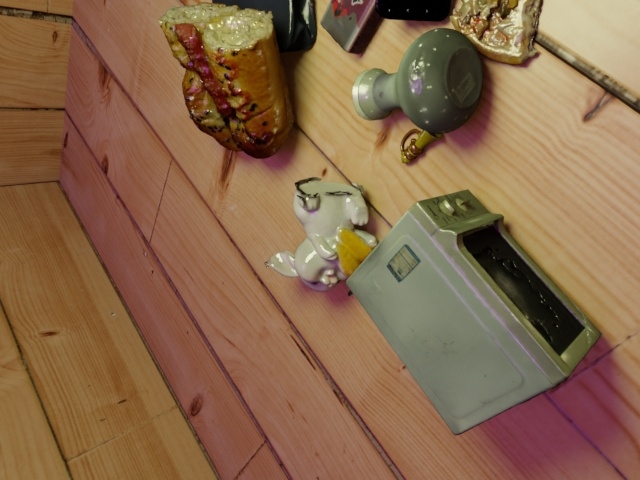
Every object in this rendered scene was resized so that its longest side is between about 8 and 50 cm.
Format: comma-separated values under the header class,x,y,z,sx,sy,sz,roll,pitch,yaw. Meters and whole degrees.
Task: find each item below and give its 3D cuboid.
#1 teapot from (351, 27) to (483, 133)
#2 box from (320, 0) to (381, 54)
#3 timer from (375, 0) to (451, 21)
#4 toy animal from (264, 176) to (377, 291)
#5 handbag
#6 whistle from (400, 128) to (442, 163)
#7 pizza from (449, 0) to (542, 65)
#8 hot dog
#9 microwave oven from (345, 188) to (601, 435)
class,x,y,z,sx,sy,sz,roll,pitch,yaw
teapot,0.179,-0.297,0.873,0.251,0.183,0.183,14,111,56
box,0.095,-0.528,0.953,0.120,0.069,0.224,53,133,20
timer,0.179,-0.515,0.836,0.144,0.055,0.187,5,119,5
toy animal,0.001,0.003,1.123,0.247,0.183,0.310,34,128,40
handbag,-0.152,-0.620,1.145,0.325,0.118,0.269,18,120,39
whistle,0.201,-0.209,0.954,0.057,0.046,0.109,53,140,1
pizza,0.324,-0.416,0.767,0.185,0.052,0.195,45,129,23
hot dog,-0.232,-0.387,1.166,0.367,0.196,0.365,28,150,34
microwave oven,0.272,0.120,0.846,0.355,0.218,0.286,53,134,20
